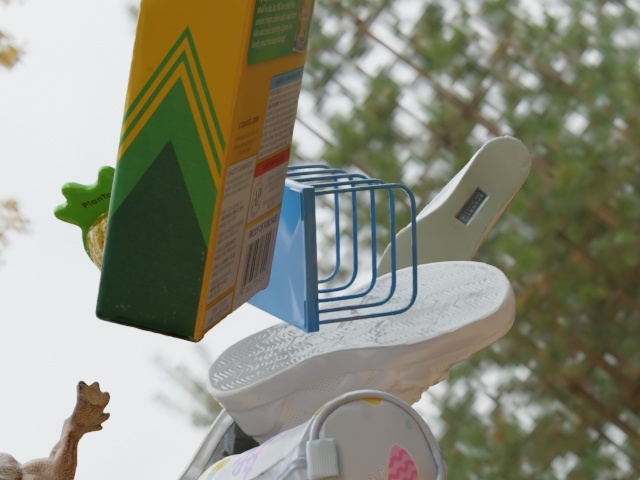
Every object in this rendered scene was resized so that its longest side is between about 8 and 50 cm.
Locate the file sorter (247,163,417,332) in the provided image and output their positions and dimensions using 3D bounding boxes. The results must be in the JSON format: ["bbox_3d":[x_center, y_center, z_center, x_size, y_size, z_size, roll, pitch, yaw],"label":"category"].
[{"bbox_3d":[0.000,0.000,1.469,0.105,0.170,0.118,-5,-80,-23],"label":"file sorter"}]

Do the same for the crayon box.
[{"bbox_3d":[-0.073,-0.109,1.253,0.203,0.083,0.322,-38,-41,-74],"label":"crayon box"}]

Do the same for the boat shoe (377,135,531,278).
[{"bbox_3d":[0.144,-0.013,1.854,0.227,0.079,0.081,-49,-8,-4],"label":"boat shoe"}]

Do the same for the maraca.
[{"bbox_3d":[-0.170,-0.008,1.639,0.127,0.099,0.185,-25,-45,19],"label":"maraca"}]

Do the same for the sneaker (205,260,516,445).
[{"bbox_3d":[0.065,0.130,1.548,0.169,0.293,0.108,56,-154,-30],"label":"sneaker"}]

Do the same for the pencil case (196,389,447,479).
[{"bbox_3d":[-0.012,0.199,1.369,0.273,0.124,0.113,-35,39,58],"label":"pencil case"}]

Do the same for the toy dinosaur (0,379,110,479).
[{"bbox_3d":[-0.221,0.215,1.123,0.127,0.295,0.200,1,-25,-40],"label":"toy dinosaur"}]

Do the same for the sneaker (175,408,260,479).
[{"bbox_3d":[-0.060,0.251,1.624,0.295,0.147,0.104,-53,-19,-38],"label":"sneaker"}]
